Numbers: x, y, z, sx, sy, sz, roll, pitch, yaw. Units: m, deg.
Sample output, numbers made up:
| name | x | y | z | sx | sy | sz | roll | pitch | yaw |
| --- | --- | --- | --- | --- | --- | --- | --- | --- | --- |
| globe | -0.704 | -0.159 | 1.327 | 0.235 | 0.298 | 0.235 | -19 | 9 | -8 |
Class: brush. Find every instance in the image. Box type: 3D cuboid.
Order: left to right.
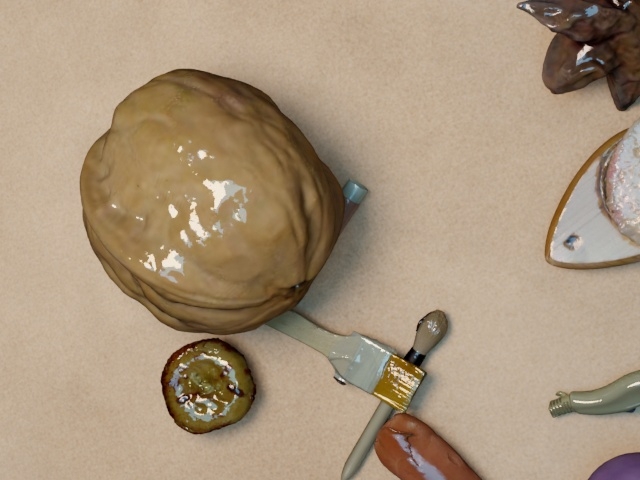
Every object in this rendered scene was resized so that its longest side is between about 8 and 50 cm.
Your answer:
| name | x | y | z | sx | sy | sz | roll | pitch | yaw |
| --- | --- | --- | --- | --- | --- | --- | --- | --- | --- |
| brush | -0.003 | 0.144 | 1.615 | 0.337 | 0.020 | 0.085 | 29 | 100 | 18 |
| brush | 0.101 | 0.230 | 1.600 | 0.039 | 0.042 | 0.299 | 35 | 100 | 26 |
| brush | 0.411 | -0.047 | 1.462 | 0.267 | 0.166 | 0.174 | -40 | 82 | 13 |

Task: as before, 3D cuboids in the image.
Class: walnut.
| name | x | y | z | sx | sy | sz | roll | pitch | yaw |
| --- | --- | --- | --- | --- | --- | --- | --- | --- | --- |
| walnut | -0.156 | -0.046 | 1.513 | 0.381 | 0.381 | 0.381 | 0 | 91 | 13 |

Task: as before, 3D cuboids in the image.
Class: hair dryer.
| name | x | y | z | sx | sy | sz | roll | pitch | yaw |
| --- | --- | --- | --- | --- | --- | --- | --- | --- | --- |
| hair dryer | 0.514 | 0.249 | 1.489 | 0.296 | 0.119 | 0.298 | 49 | 116 | 5 |

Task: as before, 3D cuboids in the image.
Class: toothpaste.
| name | x | y | z | sx | sy | sz | roll | pitch | yaw |
| --- | --- | --- | --- | --- | --- | --- | --- | --- | --- |
| toothpaste | 0.000 | 0.000 | 1.625 | 0.056 | 0.036 | 0.205 | 38 | 103 | 13 |

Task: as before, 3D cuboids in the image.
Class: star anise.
| name | x | y | z | sx | sy | sz | roll | pitch | yaw |
| --- | --- | --- | --- | --- | --- | --- | --- | --- | --- |
| star anise | 0.416 | -0.306 | 1.431 | 0.315 | 0.315 | 0.108 | -18 | 46 | 13 |

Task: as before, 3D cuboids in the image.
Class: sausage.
| name | x | y | z | sx | sy | sz | roll | pitch | yaw |
| --- | --- | --- | --- | --- | --- | --- | --- | --- | --- |
| sausage | 0.239 | 0.411 | 1.543 | 0.419 | 0.094 | 0.094 | 47 | 139 | 9 |

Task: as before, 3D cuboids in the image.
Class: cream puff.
| name | x | y | z | sx | sy | sz | roll | pitch | yaw |
| --- | --- | --- | --- | --- | --- | --- | --- | --- | --- |
| cream puff | -0.165 | 0.218 | 1.639 | 0.149 | 0.084 | 0.149 | 0 | 92 | 9 |

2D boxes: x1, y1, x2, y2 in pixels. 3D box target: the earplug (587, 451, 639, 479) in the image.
| name | x | y | z | sx | sy | sz | roll | pitch | yaw |
| --- | --- | --- | --- | --- | --- | --- | --- | --- | --- |
| earplug | 0.554 | 0.403 | 1.390 | 0.456 | 0.215 | 0.215 | 17 | 94 | 22 |
